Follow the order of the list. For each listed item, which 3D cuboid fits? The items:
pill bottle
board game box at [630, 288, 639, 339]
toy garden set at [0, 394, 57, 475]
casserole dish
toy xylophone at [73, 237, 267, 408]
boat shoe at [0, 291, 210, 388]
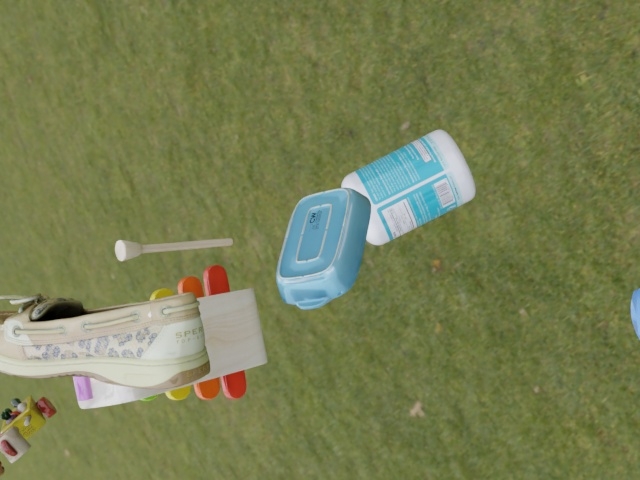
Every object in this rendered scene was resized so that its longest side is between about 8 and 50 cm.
[{"bbox_3d":[0.139,-0.086,1.449,0.146,0.264,0.146,64,-178,-3],"label":"pill bottle"},{"bbox_3d":[0.656,0.140,1.476,0.168,0.033,0.133,130,128,-61],"label":"board game box"},{"bbox_3d":[-0.404,0.261,0.887,0.049,0.204,0.244,51,170,-8],"label":"toy garden set"},{"bbox_3d":[0.000,0.000,0.990,0.114,0.188,0.037,-11,136,29],"label":"casserole dish"},{"bbox_3d":[-0.199,0.115,1.116,0.081,0.323,0.236,-14,78,44],"label":"toy xylophone"},{"bbox_3d":[-0.240,0.088,0.804,0.285,0.104,0.089,2,100,20],"label":"boat shoe"}]
